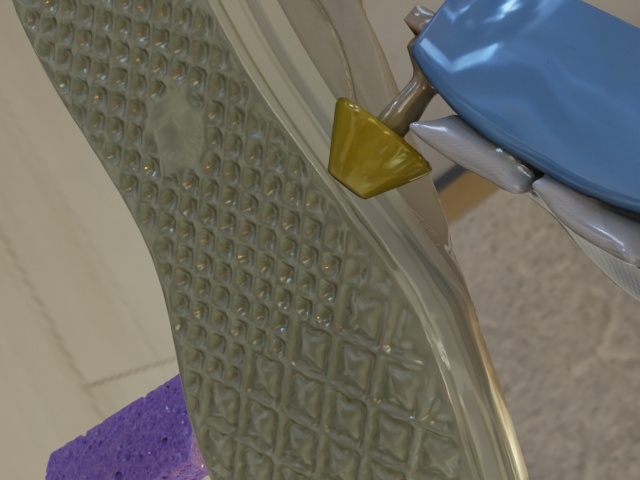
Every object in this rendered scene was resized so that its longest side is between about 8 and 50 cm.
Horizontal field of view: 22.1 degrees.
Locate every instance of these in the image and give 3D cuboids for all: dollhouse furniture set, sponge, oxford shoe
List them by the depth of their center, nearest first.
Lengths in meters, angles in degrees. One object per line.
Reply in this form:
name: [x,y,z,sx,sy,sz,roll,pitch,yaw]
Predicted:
dollhouse furniture set: [0.143,0.084,0.624,0.303,0.198,0.286,35,-4,35]
oxford shoe: [0.000,0.000,0.743,0.130,0.169,0.449,-15,77,-50]
sponge: [-0.172,0.199,1.459,0.031,0.210,0.117,40,33,-29]
